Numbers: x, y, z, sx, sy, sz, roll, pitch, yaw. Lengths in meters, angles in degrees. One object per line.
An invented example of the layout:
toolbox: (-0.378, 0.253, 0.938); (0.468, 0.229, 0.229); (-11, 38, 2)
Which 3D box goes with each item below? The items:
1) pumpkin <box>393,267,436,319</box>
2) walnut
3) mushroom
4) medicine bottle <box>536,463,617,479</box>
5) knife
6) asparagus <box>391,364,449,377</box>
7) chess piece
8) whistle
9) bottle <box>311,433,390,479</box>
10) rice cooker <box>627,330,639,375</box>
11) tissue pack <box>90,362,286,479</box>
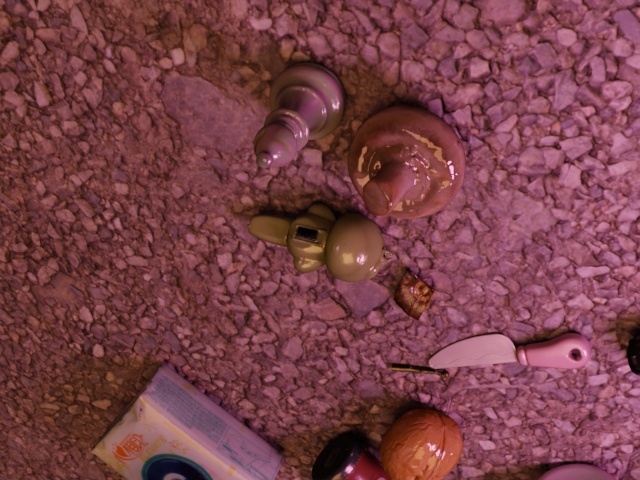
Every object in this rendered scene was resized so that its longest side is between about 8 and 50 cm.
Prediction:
pumpkin: (0.190, 0.104, 1.561); (0.073, 0.035, 0.101); (33, 130, 9)
walnut: (0.218, 0.460, 1.708); (0.165, 0.165, 0.197); (36, 118, -7)
mushroom: (0.136, -0.118, 1.321); (0.207, 0.215, 0.208); (14, 126, 20)
medicine bottle: (0.585, 0.674, 1.690); (0.211, 0.212, 0.326); (-10, 118, 24)
knife: (0.373, 0.227, 1.576); (0.335, 0.043, 0.081); (-7, 107, 25)
asparagus: (0.216, 0.282, 1.676); (0.127, 0.018, 0.015); (3, 156, 17)
chess piece: (-0.053, -0.193, 1.297); (0.139, 0.272, 0.139); (9, 124, 14)
whistle: (0.006, 0.003, 1.517); (0.294, 0.141, 0.141); (13, 127, 33)
bottle: (0.138, 0.619, 1.843); (0.144, 0.144, 0.336); (-35, 107, 33)
rice cooker: (0.655, 0.210, 1.427); (0.165, 0.112, 0.106); (-21, 119, 29)
tissue pack: (-0.330, 0.528, 1.920); (0.388, 0.162, 0.287); (40, 120, -7)
